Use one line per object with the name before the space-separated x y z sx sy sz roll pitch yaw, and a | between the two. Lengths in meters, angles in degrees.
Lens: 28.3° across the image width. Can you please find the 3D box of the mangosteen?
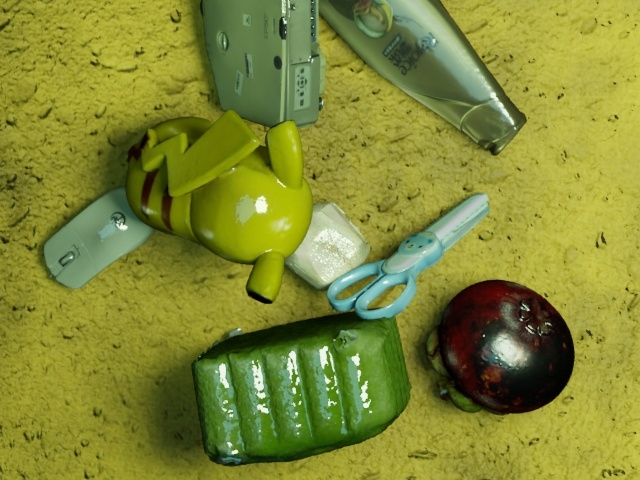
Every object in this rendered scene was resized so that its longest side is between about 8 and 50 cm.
mangosteen | 0.224 0.147 1.622 0.199 0.200 0.200 1 96 9

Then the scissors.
scissors | 0.125 0.016 1.613 0.256 0.125 0.030 -38 119 -24

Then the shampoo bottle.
shampoo bottle | 0.122 -0.251 1.625 0.350 0.084 0.125 46 127 1

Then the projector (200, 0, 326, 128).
projector | -0.072 -0.288 1.616 0.193 0.088 0.270 23 121 48

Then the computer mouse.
computer mouse | -0.312 -0.001 1.743 0.181 0.056 0.089 -36 85 12

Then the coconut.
coconut | 0.000 0.000 1.666 0.124 0.110 0.110 43 101 -4

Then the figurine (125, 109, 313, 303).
figurine | -0.119 -0.068 1.596 0.326 0.169 0.218 20 103 39

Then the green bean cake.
green bean cake | -0.019 0.184 1.615 0.249 0.247 0.156 -10 93 10
